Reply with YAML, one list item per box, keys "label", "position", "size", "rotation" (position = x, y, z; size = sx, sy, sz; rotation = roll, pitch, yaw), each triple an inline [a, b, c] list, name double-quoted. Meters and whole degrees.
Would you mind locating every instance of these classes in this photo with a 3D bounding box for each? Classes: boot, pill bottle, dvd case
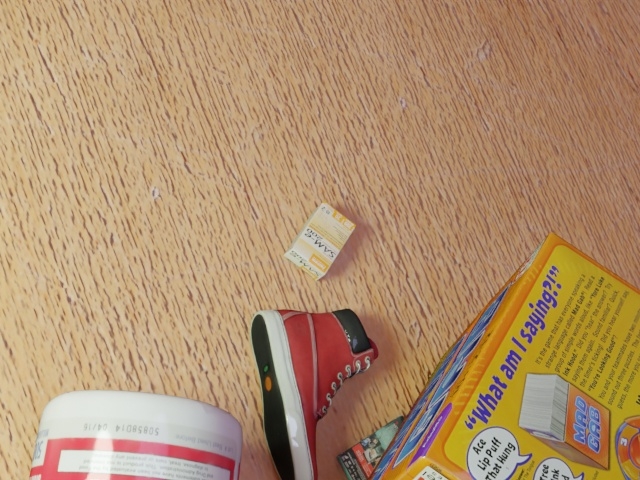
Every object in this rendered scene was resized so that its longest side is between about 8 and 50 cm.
- label: "boot"
  position: [0.011, 0.207, 1.246]
  size: [0.176, 0.088, 0.244]
  rotation: [2, 67, -27]
- label: "pill bottle"
  position: [-0.213, 0.380, 0.987]
  size: [0.229, 0.229, 0.407]
  rotation: [14, 66, -21]
- label: "dvd case"
  position: [0.089, 0.307, 1.286]
  size: [0.119, 0.013, 0.087]
  rotation: [-27, 85, -30]

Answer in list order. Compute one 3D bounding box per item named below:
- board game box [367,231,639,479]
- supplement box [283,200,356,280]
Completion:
- label: "board game box"
  position: [0.282, 0.289, 1.125]
  size: [0.356, 0.356, 0.356]
  rotation: [35, 54, 6]
- label: "supplement box"
  position: [0.000, 0.000, 1.343]
  size: [0.062, 0.036, 0.098]
  rotation: [37, 60, -8]
